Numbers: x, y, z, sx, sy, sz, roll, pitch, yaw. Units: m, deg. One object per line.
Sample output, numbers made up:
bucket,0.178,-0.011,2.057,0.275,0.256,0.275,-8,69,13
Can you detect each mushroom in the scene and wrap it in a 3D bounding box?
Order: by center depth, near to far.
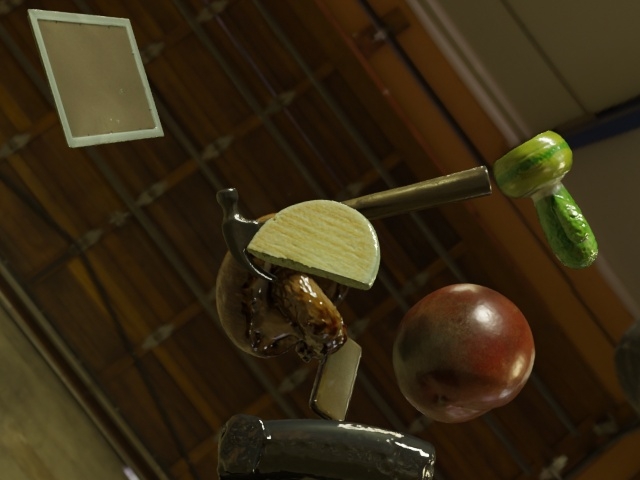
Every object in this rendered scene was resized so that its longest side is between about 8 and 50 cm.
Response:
mushroom,-0.060,0.090,1.613,0.283,0.263,0.195,64,-17,-6

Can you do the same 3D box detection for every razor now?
razor,0.007,0.336,1.354,0.189,0.327,0.107,88,8,-60

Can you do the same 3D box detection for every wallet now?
wallet,0.036,0.308,2.012,0.031,0.198,0.110,-16,-44,40

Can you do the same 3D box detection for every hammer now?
hammer,0.056,-0.050,1.452,0.044,0.440,0.168,-50,126,-80

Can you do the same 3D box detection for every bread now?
bread,0.005,-0.002,1.242,0.193,0.112,0.036,15,-26,24

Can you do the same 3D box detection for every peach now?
peach,0.244,0.203,1.590,0.252,0.252,0.252,51,-9,12

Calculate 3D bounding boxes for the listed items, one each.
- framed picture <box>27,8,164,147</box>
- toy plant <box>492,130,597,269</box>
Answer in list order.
framed picture,-0.238,-0.173,0.965,0.183,0.011,0.142,-27,101,-67
toy plant,0.543,-0.081,2.073,0.316,0.184,0.224,61,4,4
